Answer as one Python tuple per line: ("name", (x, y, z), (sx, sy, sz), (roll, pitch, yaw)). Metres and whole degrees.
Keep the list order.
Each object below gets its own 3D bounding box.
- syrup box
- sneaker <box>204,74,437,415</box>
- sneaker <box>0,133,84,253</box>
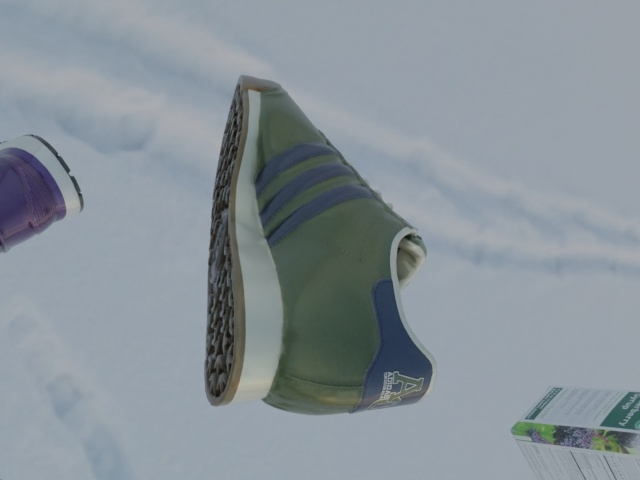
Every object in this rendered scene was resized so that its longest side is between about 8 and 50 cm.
("syrup box", (0.344, 0.231, 1.099), (0.093, 0.237, 0.096), (-39, 106, -31))
("sneaker", (0.000, 0.000, 0.406), (0.192, 0.086, 0.064), (-96, -159, -52))
("sneaker", (-0.340, -0.025, 0.896), (0.124, 0.283, 0.107), (-41, 108, -33))
